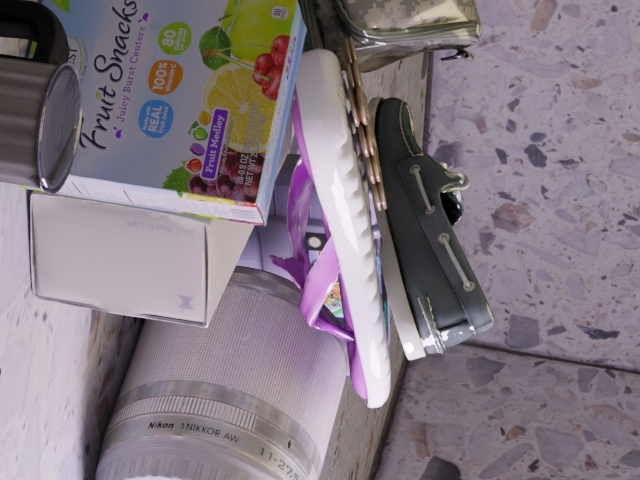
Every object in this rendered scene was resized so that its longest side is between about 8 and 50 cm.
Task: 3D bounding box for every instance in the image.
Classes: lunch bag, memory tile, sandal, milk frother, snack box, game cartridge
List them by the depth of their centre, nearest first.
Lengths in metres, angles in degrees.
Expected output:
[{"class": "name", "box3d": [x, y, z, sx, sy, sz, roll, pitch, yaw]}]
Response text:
[{"class": "milk frother", "box3d": [-0.226, -0.106, 1.184, 0.143, 0.134, 0.129, 49, 50, -78]}, {"class": "snack box", "box3d": [-0.130, -0.115, 1.531, 0.070, 0.207, 0.174, 68, 31, -72]}, {"class": "memory tile", "box3d": [0.041, -0.108, 1.806, 0.113, 0.012, 0.148, -98, 175, -45]}, {"class": "sandal", "box3d": [0.000, -0.010, 1.853, 0.169, 0.102, 0.416, -93, 174, -51]}, {"class": "lunch bag", "box3d": [0.018, -0.310, 1.901, 0.212, 0.256, 0.305, -4, 85, -85]}, {"class": "game cartridge", "box3d": [-0.036, 0.033, 2.168, 0.355, 0.230, 0.068, 86, 16, -52]}]

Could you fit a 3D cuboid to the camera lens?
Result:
[{"class": "camera lens", "box3d": [-0.098, 0.180, 1.960, 0.219, 0.219, 0.274, 87, 15, -51]}]

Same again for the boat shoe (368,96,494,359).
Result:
[{"class": "boat shoe", "box3d": [0.108, -0.023, 1.930, 0.116, 0.099, 0.319, 66, 13, -48]}]

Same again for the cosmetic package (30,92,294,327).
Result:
[{"class": "cosmetic package", "box3d": [-0.133, -0.064, 1.715, 0.309, 0.160, 0.113, -69, 166, -56]}]
